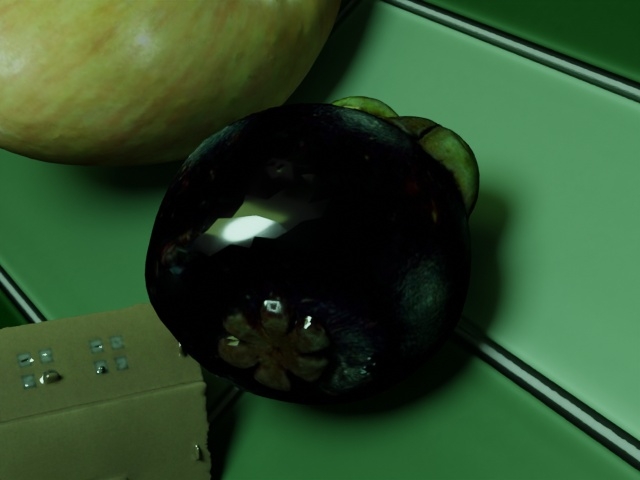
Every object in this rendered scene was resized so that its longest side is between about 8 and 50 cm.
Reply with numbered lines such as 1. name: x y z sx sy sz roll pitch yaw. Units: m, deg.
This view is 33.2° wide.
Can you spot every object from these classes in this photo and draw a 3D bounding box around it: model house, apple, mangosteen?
1. model house: -0.173 0.193 0.775 0.176 0.181 0.248 134 124 -60
2. apple: -0.178 -0.247 0.934 0.346 0.391 0.391 -16 48 43
3. mangosteen: 0.000 0.000 0.737 0.243 0.243 0.243 -19 49 23
